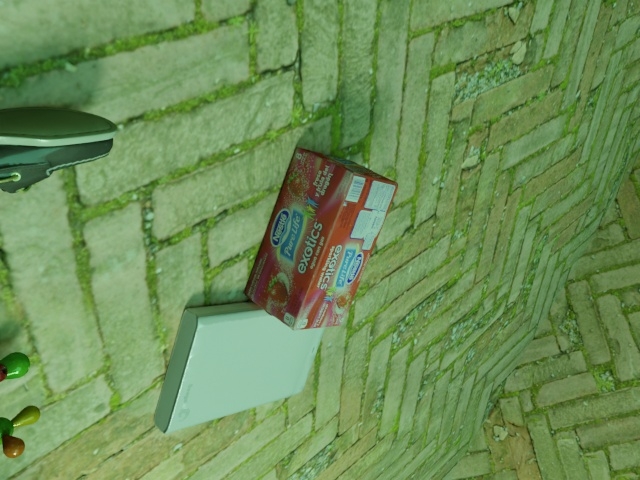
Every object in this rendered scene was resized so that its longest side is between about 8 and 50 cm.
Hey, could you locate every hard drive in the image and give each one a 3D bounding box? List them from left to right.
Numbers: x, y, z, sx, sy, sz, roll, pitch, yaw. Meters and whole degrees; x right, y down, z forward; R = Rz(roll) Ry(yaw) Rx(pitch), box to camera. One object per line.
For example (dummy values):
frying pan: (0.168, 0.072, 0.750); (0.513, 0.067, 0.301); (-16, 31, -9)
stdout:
hard drive: (-0.117, 0.195, 0.991); (0.307, 0.040, 0.203); (-1, 114, -50)

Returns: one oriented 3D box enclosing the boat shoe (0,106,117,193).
boat shoe: (-0.305, -0.078, 0.551); (0.228, 0.081, 0.068); (-13, 127, -37)

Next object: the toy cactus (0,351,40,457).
toy cactus: (-0.409, 0.194, 0.605); (0.219, 0.112, 0.180); (-43, 132, -9)

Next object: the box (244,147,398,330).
box: (0.000, 0.000, 0.924); (0.128, 0.123, 0.256); (4, 111, -51)
